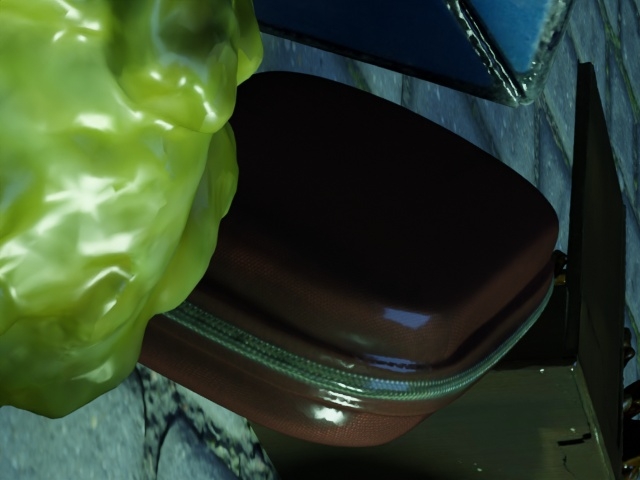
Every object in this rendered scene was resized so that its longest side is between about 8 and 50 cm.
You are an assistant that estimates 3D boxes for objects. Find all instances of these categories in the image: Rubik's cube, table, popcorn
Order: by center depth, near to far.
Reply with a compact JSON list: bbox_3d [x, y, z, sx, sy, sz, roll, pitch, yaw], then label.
[{"bbox_3d":[-0.143,-0.049,0.823,0.250,0.235,0.242,-55,154,3],"label":"popcorn"},{"bbox_3d":[0.080,-0.285,1.385,0.255,0.259,0.260,-76,-175,-50],"label":"Rubik's cube"},{"bbox_3d":[0.092,0.036,1.471,0.196,0.250,0.282,64,28,-48],"label":"table"}]

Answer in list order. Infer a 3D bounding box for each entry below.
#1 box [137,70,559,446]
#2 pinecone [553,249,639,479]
[{"bbox_3d":[0.000,0.000,1.185,0.108,0.263,0.404,-67,166,19],"label":"box"},{"bbox_3d":[0.202,0.147,1.869,0.309,0.244,0.244,66,20,-6],"label":"pinecone"}]
